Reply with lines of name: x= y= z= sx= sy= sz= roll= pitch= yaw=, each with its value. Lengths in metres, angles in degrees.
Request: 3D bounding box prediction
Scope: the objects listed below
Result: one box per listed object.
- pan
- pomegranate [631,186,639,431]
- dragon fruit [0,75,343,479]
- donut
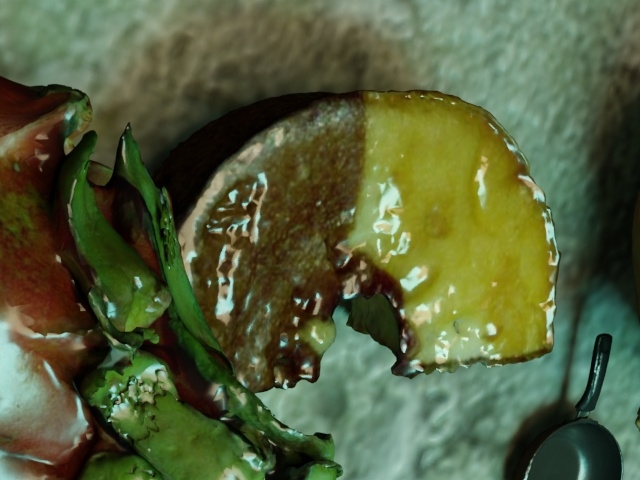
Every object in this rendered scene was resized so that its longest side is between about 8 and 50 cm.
pan: x=0.129 y=0.100 z=0.909 sx=0.068 sy=0.023 sz=0.115 roll=5 pitch=102 yaw=-34
pomegranate: x=0.263 y=0.021 z=0.847 sx=0.270 sy=0.252 sz=0.229 roll=-37 pitch=140 yaw=-23
dragon fruit: x=-0.120 y=0.013 z=0.594 sx=0.198 sy=0.269 sz=0.200 roll=-64 pitch=161 yaw=-49
donut: x=0.002 y=0.000 z=0.764 sx=0.217 sy=0.085 sz=0.141 roll=0 pitch=102 yaw=-35
